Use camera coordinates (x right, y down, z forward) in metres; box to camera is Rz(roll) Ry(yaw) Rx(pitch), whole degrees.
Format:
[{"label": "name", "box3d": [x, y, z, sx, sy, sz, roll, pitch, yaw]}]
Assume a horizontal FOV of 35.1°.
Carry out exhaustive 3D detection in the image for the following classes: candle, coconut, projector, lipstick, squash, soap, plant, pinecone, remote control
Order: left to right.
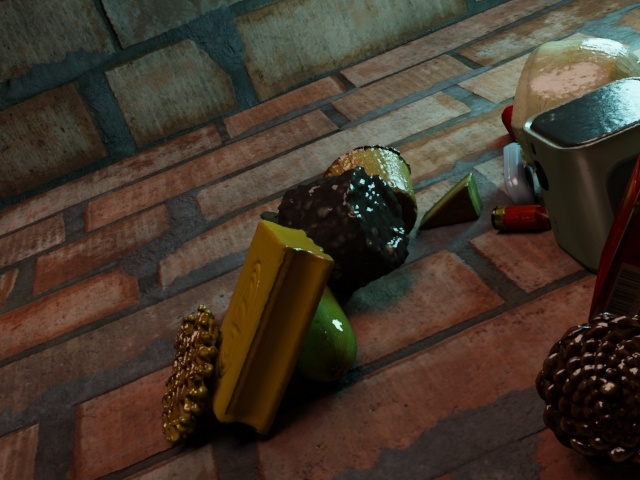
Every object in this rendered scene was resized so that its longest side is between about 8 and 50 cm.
[{"label": "soap", "box3d": [-0.096, 0.142, 1.698, 0.096, 0.324, 0.204, 18, 8, -19]}, {"label": "squash", "box3d": [-0.007, 0.164, 1.778, 0.132, 0.132, 0.247, -24, 22, -5]}, {"label": "plant", "box3d": [0.000, 0.000, 1.980, 0.312, 0.215, 0.213, -18, -21, 31]}, {"label": "remote control", "box3d": [0.419, -0.136, 2.126, 0.047, 0.087, 0.244, -29, 19, 22]}, {"label": "candle", "box3d": [0.403, -0.045, 1.989, 0.130, 0.052, 0.052, -1, 30, 39]}, {"label": "lipstick", "box3d": [0.479, -0.248, 2.351, 0.073, 0.073, 0.280, -19, 23, 7]}, {"label": "coconut", "box3d": [0.539, -0.259, 2.031, 0.254, 0.297, 0.297, 11, 36, 25]}, {"label": "pinecone", "box3d": [0.385, 0.191, 1.315, 0.208, 0.208, 0.208, -18, 23, 8]}, {"label": "projector", "box3d": [0.528, -0.119, 1.789, 0.248, 0.249, 0.248, -23, 21, -3]}]

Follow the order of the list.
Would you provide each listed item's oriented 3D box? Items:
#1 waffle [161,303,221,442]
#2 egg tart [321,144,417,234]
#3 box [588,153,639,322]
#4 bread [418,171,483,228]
[{"label": "waffle", "box3d": [-0.228, 0.233, 1.758, 0.051, 0.229, 0.231, 17, 22, -19]}, {"label": "egg tart", "box3d": [0.115, -0.085, 2.162, 0.215, 0.215, 0.171, -23, 37, -4]}, {"label": "box", "box3d": [0.501, -0.035, 1.538, 0.089, 0.313, 0.197, 19, 37, 11]}, {"label": "bread", "box3d": [0.265, -0.083, 2.152, 0.139, 0.084, 0.074, -11, 26, 26]}]
